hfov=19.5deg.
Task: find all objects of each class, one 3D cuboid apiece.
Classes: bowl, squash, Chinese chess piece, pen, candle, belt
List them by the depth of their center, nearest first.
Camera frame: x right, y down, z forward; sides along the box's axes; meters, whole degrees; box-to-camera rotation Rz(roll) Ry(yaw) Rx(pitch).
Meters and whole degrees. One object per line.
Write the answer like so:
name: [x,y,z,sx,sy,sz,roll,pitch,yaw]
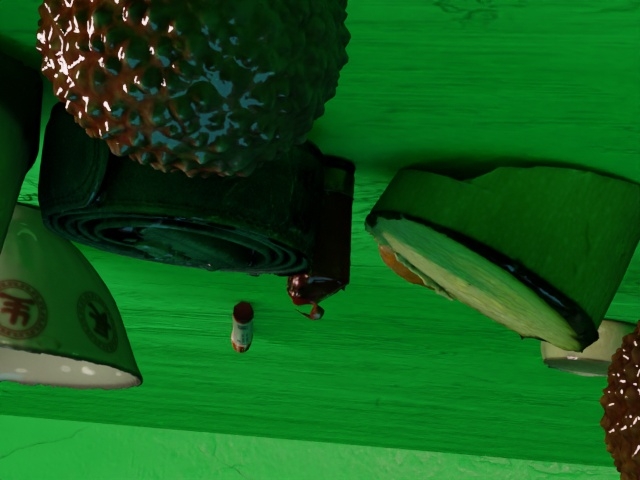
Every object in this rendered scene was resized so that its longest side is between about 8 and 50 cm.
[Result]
belt: [-0.107,-0.044,1.396,0.206,0.116,0.267,4,170,17]
candle: [0.000,0.000,1.498,0.052,0.131,0.052,4,167,1]
squash: [0.146,-0.010,1.507,0.220,0.133,0.220,22,171,4]
bowl: [-0.332,0.048,1.845,0.337,0.158,0.337,7,169,1]
Chinese chess piece: [0.306,0.119,2.072,0.122,0.051,0.122,8,169,2]
pen: [-0.096,0.109,2.295,0.028,0.028,0.239,7,168,-1]

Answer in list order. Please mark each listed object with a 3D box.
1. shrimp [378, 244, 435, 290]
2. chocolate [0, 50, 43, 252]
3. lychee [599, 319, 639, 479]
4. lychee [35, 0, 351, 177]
shrimp: [0.138,0.022,1.723,0.115,0.051,0.217,-4,161,34]
chocolate: [-0.380,-0.005,1.325,0.314,0.297,0.326,14,168,-8]
lychee: [0.398,0.160,1.757,0.267,0.268,0.267,7,168,1]
lychee: [-0.066,-0.107,0.966,0.165,0.165,0.197,8,141,-6]
